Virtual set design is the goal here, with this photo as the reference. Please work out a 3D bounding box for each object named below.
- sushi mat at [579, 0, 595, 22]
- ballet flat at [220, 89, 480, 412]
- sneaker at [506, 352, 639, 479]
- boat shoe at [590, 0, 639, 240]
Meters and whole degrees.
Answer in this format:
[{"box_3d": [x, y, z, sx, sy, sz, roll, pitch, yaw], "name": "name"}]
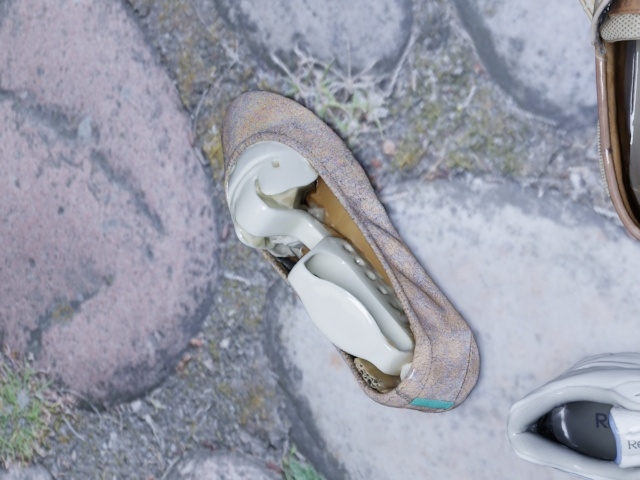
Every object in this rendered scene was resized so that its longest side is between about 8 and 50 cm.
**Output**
[{"box_3d": [0.171, -0.304, 0.986, 0.151, 0.019, 0.316, -39, 71, 33], "name": "sushi mat"}, {"box_3d": [0.000, 0.000, 1.094, 0.316, 0.106, 0.107, 49, 121, 24], "name": "ballet flat"}, {"box_3d": [0.252, 0.120, 0.896, 0.297, 0.129, 0.111, -11, 86, 37], "name": "sneaker"}, {"box_3d": [0.223, -0.147, 0.879, 0.123, 0.116, 0.324, 1, 101, 34], "name": "boat shoe"}]
